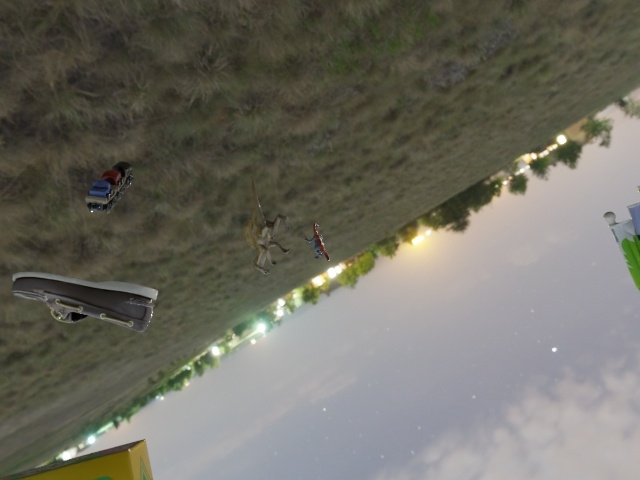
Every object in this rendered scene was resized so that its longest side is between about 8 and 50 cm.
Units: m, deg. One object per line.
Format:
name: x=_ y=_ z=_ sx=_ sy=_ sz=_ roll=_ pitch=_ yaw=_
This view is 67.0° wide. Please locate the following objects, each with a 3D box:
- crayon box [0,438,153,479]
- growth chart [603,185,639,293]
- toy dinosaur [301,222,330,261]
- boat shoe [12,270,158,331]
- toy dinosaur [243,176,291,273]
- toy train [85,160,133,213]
crayon box: x=-0.510 y=0.609 z=0.965 sx=0.363 sy=0.312 sz=0.106 roll=-15 pitch=169 yaw=-1
growth chart: x=0.479 y=-0.019 z=0.607 sx=0.021 sy=0.171 sz=0.237 roll=-18 pitch=168 yaw=-28
toy dinosaur: x=0.000 y=0.000 z=1.176 sx=0.090 sy=0.082 sz=0.047 roll=14 pitch=-157 yaw=42
boat shoe: x=-0.519 y=0.131 z=1.045 sx=0.325 sy=0.096 sz=0.116 roll=6 pitch=165 yaw=4
toy dinosaur: x=-0.103 y=-0.022 z=0.855 sx=0.093 sy=0.183 sz=0.053 roll=3 pitch=-167 yaw=35
toy train: x=-0.266 y=-0.072 z=0.619 sx=0.027 sy=0.036 sz=0.158 roll=8 pitch=-158 yaw=-12
